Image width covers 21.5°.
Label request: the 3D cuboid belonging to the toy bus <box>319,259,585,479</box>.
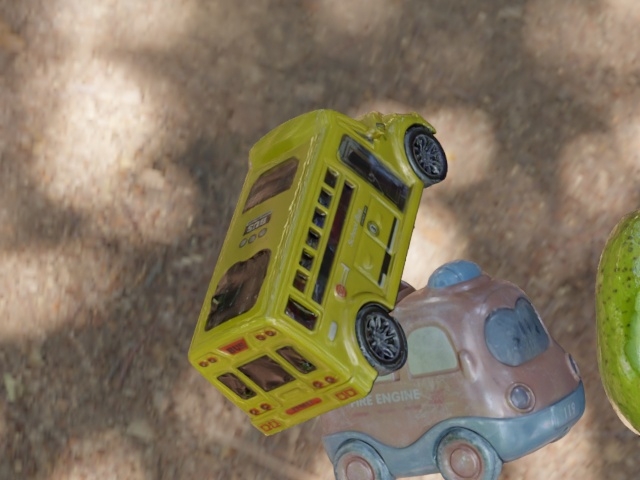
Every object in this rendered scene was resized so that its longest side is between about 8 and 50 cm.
[{"bbox_3d":[0.126,0.141,1.827,0.197,0.294,0.232,-20,95,-52],"label":"toy bus"}]

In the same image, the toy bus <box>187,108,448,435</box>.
[{"bbox_3d":[0.000,0.000,1.504,0.151,0.145,0.331,40,44,-26],"label":"toy bus"}]

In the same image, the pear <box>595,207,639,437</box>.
[{"bbox_3d":[0.441,0.075,1.978,0.292,0.159,0.292,0,85,3],"label":"pear"}]
